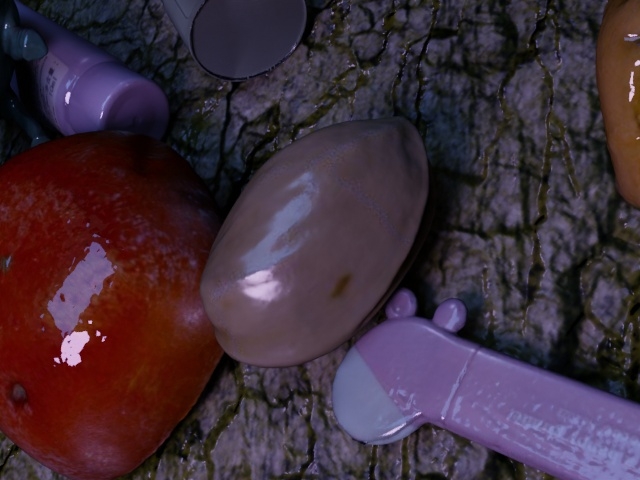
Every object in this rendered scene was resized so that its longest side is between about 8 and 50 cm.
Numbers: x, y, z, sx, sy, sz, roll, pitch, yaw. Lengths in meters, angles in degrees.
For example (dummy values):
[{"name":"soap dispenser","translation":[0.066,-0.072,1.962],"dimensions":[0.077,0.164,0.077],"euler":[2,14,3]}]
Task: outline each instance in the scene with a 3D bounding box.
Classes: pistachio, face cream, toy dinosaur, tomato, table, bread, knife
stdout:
[{"name":"pistachio","translation":[0.000,0.000,0.856],"dimensions":[0.153,0.138,0.238],"euler":[34,83,21]},{"name":"face cream","translation":[-0.281,-0.172,1.160],"dimensions":[0.096,0.154,0.274],"euler":[-29,42,-34]},{"name":"toy dinosaur","translation":[-0.389,-0.239,1.156],"dimensions":[0.383,0.129,0.331],"euler":[106,147,-43]},{"name":"tomato","translation":[-0.238,0.041,0.958],"dimensions":[0.338,0.143,0.338],"euler":[-9,74,32]},{"name":"table","translation":[-0.112,-0.277,1.083],"dimensions":[0.126,0.126,0.220],"euler":[-41,51,11]},{"name":"bread","translation":[0.276,-0.138,0.733],"dimensions":[0.174,0.133,0.252],"euler":[-3,65,32]},{"name":"knife","translation":[0.176,0.135,0.726],"dimensions":[0.398,0.038,0.132],"euler":[17,76,38]}]
